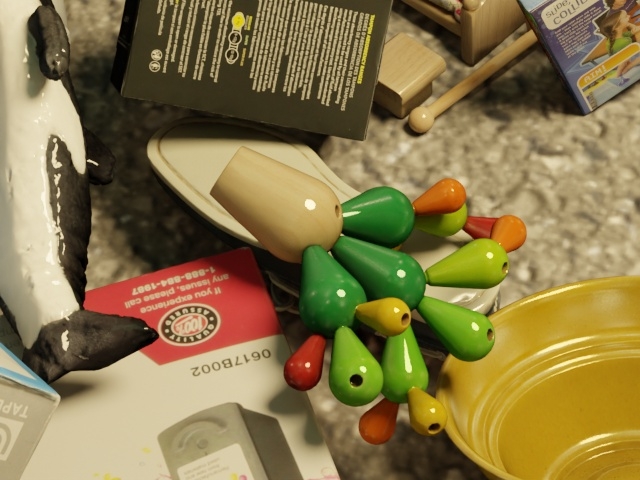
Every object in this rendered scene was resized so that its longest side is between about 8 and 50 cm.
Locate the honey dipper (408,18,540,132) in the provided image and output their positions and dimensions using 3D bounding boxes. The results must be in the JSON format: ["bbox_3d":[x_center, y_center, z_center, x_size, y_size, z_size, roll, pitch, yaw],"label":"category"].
[{"bbox_3d":[0.122,-0.124,1.393,0.160,0.030,0.030,-37,59,-19],"label":"honey dipper"}]

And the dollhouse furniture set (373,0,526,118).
[{"bbox_3d":[0.060,-0.311,1.451,0.303,0.174,0.355,33,60,26],"label":"dollhouse furniture set"}]

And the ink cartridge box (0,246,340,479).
[{"bbox_3d":[-0.095,0.177,1.097,0.226,0.131,0.306,-16,51,-10],"label":"ink cartridge box"}]

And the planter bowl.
[{"bbox_3d":[0.178,0.115,1.141,0.217,0.090,0.217,-6,31,4],"label":"planter bowl"}]

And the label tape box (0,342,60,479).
[{"bbox_3d":[-0.314,0.166,1.064,0.249,0.115,0.348,33,100,44],"label":"label tape box"}]

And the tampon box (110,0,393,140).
[{"bbox_3d":[-0.047,-0.133,1.300,0.161,0.101,0.120,10,7,-11],"label":"tampon box"}]

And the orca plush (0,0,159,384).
[{"bbox_3d":[-0.146,-0.050,1.146,0.102,0.151,0.287,6,43,-43],"label":"orca plush"}]

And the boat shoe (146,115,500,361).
[{"bbox_3d":[0.000,0.000,1.265,0.254,0.079,0.095,23,54,17],"label":"boat shoe"}]

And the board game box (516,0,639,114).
[{"bbox_3d":[0.233,-0.183,1.322,0.201,0.136,0.035,-34,54,4],"label":"board game box"}]

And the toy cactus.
[{"bbox_3d":[0.018,0.014,1.128,0.180,0.112,0.219,35,45,0],"label":"toy cactus"}]

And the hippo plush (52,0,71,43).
[{"bbox_3d":[-0.255,-0.197,1.393,0.294,0.234,0.236,21,64,-34],"label":"hippo plush"}]
